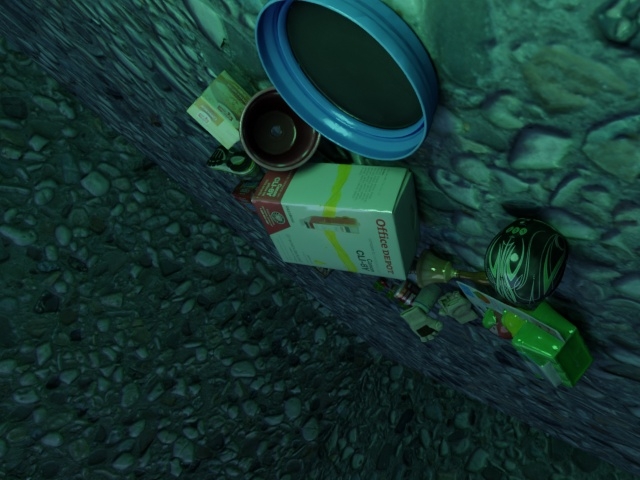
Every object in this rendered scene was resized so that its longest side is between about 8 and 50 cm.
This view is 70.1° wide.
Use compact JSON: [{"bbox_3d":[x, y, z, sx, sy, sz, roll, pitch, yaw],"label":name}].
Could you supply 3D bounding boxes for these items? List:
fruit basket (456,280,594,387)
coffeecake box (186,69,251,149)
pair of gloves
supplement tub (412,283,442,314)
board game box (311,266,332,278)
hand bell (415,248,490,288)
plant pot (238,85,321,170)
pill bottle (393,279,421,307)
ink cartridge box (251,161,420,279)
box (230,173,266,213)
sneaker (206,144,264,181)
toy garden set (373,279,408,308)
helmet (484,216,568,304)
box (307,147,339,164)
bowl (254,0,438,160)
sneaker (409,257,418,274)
[{"bbox_3d":[0.589,0.278,1.350,0.327,0.165,0.353,46,165,-34],"label":"fruit basket"},{"bbox_3d":[-0.255,-0.356,1.234,0.068,0.185,0.142,-32,118,32],"label":"coffeecake box"},{"bbox_3d":[0.432,0.276,1.637,0.204,0.240,0.042,49,-158,-40],"label":"pair of gloves"},{"bbox_3d":[0.393,0.212,1.682,0.071,0.107,0.071,33,164,11],"label":"supplement tub"},{"bbox_3d":[0.000,0.000,1.769,0.232,0.141,0.291,42,163,5],"label":"board game box"},{"bbox_3d":[0.420,0.099,1.351,0.242,0.126,0.126,7,150,36],"label":"hand bell"},{"bbox_3d":[-0.110,-0.279,1.166,0.201,0.201,0.180,40,180,-14],"label":"plant pot"},{"bbox_3d":[0.375,0.229,1.817,0.152,0.086,0.086,34,165,7],"label":"pill bottle"},{"bbox_3d":[0.052,-0.056,1.225,0.385,0.160,0.279,7,143,24],"label":"ink cartridge box"},{"bbox_3d":[-0.241,-0.185,1.843,0.128,0.122,0.257,45,163,-30],"label":"box"},{"bbox_3d":[-0.339,-0.288,1.790,0.300,0.111,0.121,25,166,43],"label":"sneaker"},{"bbox_3d":[0.352,0.234,1.969,0.244,0.049,0.204,34,167,9],"label":"toy garden set"},{"bbox_3d":[0.437,0.052,0.985,0.169,0.161,0.169,33,165,10],"label":"helmet"},{"bbox_3d":[-0.008,-0.191,1.379,0.290,0.087,0.169,37,165,-4],"label":"box"},{"bbox_3d":[0.051,-0.316,0.886,0.391,0.077,0.391,33,166,10],"label":"bowl"},{"bbox_3d":[0.300,0.096,1.575,0.192,0.086,0.064,29,163,25],"label":"sneaker"}]
